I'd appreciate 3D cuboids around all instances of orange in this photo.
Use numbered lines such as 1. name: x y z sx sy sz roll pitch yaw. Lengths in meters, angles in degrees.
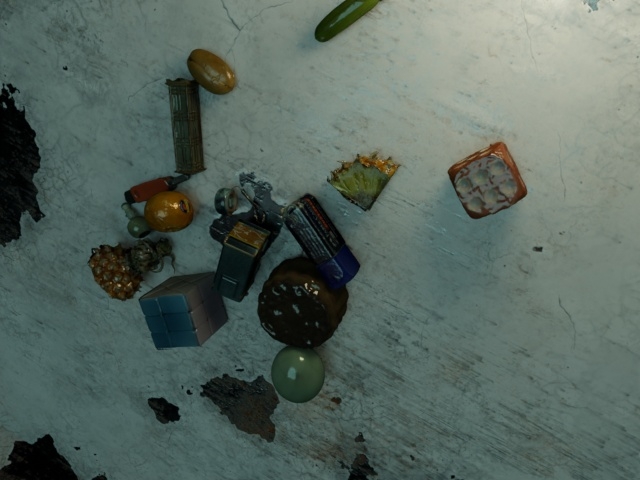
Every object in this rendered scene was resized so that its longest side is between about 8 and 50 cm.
1. orange: -0.562 -0.107 1.810 0.178 0.178 0.155 -17 90 24

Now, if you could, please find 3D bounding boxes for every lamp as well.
1. lamp: -0.741 -0.086 1.939 0.091 0.091 0.163 -43 76 27
2. lamp: -0.471 -0.399 1.713 0.090 0.089 0.325 7 112 17

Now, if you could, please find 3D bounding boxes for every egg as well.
1. egg: -0.084 0.505 1.844 0.203 0.202 0.282 16 140 13

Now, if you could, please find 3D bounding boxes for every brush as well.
1. brush: -0.632 -0.203 1.866 0.324 0.051 0.070 -16 101 24

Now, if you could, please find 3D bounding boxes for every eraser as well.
1. eraser: 0.000 0.000 1.661 0.102 0.155 0.332 -33 97 25

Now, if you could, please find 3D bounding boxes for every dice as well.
1. dice: 0.486 -0.171 1.413 0.175 0.179 0.173 -26 99 24

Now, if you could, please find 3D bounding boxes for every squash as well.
1. squash: 0.083 -0.669 1.427 0.252 0.066 0.066 -28 99 25

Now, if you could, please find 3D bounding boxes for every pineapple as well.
1. pineapple: -0.721 0.080 1.930 0.272 0.262 0.262 -25 100 14
2. pineapple: 0.143 -0.190 1.578 0.237 0.114 0.186 -8 108 32

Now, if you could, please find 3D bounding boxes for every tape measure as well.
1. tape measure: -0.287 -0.125 1.744 0.180 0.107 0.104 20 113 11

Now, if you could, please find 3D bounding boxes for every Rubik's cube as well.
1. Rubik's cube: -0.531 0.274 1.917 0.231 0.221 0.224 -7 106 22

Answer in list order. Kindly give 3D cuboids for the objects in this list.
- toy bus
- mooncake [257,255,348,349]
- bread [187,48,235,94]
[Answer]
1. toy bus: -0.294 0.081 1.775 0.139 0.167 0.275 24 129 1
2. mooncake: -0.069 0.229 1.758 0.324 0.187 0.323 8 115 17
3. bread: -0.372 -0.563 1.626 0.189 0.077 0.114 37 122 0
